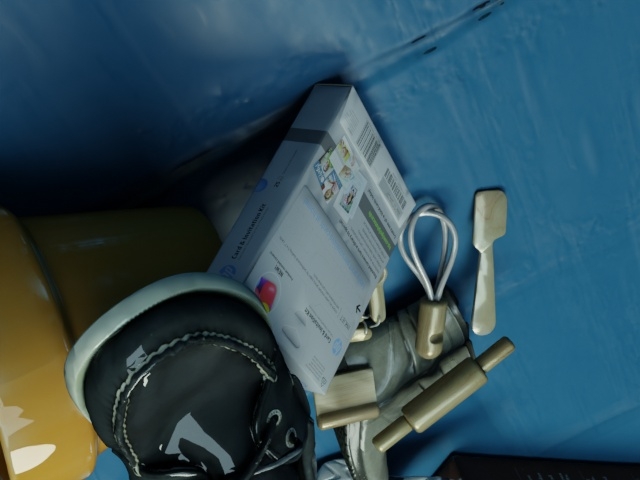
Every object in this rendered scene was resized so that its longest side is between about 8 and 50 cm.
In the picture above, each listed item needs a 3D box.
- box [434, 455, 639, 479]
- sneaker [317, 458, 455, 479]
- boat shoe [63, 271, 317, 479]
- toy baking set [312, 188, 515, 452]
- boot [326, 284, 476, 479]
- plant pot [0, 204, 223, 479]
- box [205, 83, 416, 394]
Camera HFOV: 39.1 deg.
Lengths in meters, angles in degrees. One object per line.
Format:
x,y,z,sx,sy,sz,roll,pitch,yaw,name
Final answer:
0.297,0.397,1.182,0.381,0.143,0.191,11,127,-27,box
0.105,0.335,1.037,0.235,0.094,0.153,9,148,10,sneaker
-0.058,0.134,0.577,0.127,0.113,0.340,-31,154,-15,boat shoe
0.089,0.076,0.813,0.256,0.030,0.196,-34,115,-3,toy baking set
0.089,0.160,0.911,0.161,0.083,0.246,-19,131,-5,boot
-0.164,0.060,0.655,0.188,0.205,0.205,-18,138,-27,plant pot
0.000,0.000,0.675,0.038,0.186,0.145,8,149,34,box
